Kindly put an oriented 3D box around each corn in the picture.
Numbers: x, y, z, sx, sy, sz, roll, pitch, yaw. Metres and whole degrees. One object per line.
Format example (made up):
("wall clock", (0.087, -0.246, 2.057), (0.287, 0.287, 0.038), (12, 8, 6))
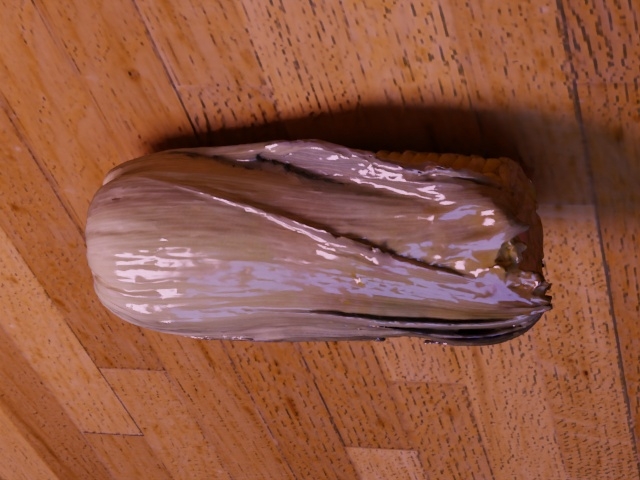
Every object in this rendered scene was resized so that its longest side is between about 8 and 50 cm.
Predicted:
("corn", (-0.001, 0.003, 1.056), (0.305, 0.123, 0.122), (-1, 172, 20))
